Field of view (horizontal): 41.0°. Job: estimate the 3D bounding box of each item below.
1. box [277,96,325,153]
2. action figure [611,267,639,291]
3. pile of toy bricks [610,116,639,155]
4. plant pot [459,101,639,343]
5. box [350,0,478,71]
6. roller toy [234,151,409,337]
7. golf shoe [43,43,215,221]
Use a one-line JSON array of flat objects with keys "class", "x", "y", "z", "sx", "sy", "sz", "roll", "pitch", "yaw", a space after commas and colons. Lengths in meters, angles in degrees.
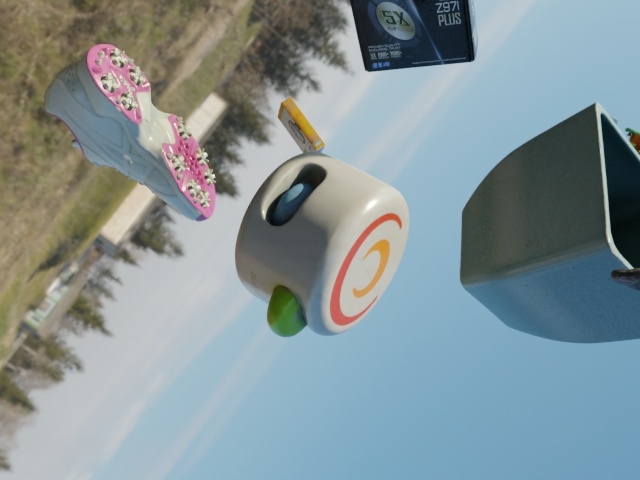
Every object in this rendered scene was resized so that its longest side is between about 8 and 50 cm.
[{"class": "box", "x": -0.035, "y": -0.213, "z": 1.707, "sx": 0.028, "sy": 0.136, "sz": 0.081, "roll": -36, "pitch": 175, "yaw": -14}, {"class": "action figure", "x": 0.496, "y": 0.003, "z": 0.896, "sx": 0.330, "sy": 0.341, "sz": 0.178, "roll": -13, "pitch": -156, "yaw": -18}, {"class": "pile of toy bricks", "x": 0.602, "y": -0.159, "z": 1.668, "sx": 0.105, "sy": 0.212, "sz": 0.118, "roll": -65, "pitch": 176, "yaw": 4}, {"class": "plant pot", "x": 0.341, "y": 0.004, "z": 1.225, "sx": 0.252, "sy": 0.248, "sz": 0.247, "roll": -21, "pitch": -134, "yaw": 36}, {"class": "box", "x": 0.148, "y": -0.352, "z": 1.337, "sx": 0.180, "sy": 0.147, "sz": 0.077, "roll": -2, "pitch": -141, "yaw": 17}, {"class": "roller toy", "x": 0.000, "y": 0.000, "z": 1.004, "sx": 0.209, "sy": 0.146, "sz": 0.191, "roll": -14, "pitch": 127, "yaw": -56}, {"class": "golf shoe", "x": -0.269, "y": -0.139, "z": 1.242, "sx": 0.140, "sy": 0.306, "sz": 0.115, "roll": -19, "pitch": -145, "yaw": 24}]
